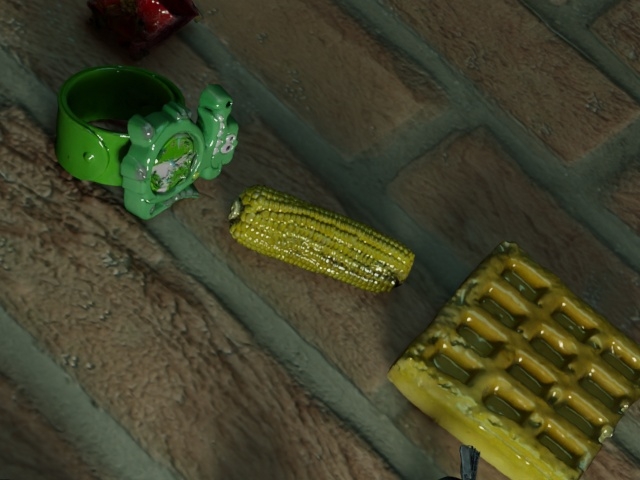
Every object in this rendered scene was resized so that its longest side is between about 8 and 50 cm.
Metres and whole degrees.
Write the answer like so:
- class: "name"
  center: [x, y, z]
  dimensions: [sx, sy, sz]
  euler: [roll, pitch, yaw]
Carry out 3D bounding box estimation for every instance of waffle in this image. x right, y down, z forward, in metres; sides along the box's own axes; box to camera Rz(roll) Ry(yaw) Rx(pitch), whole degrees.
- class: "waffle"
  center: [0.215, 0.137, 1.904]
  dimensions: [0.221, 0.055, 0.248]
  euler: [39, 46, 7]

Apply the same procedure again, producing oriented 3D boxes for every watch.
- class: "watch"
  center: [-0.187, -0.112, 1.876]
  dimensions: [0.152, 0.131, 0.165]
  euler: [33, 46, 28]

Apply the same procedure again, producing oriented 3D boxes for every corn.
- class: "corn"
  center: [0.000, 0.000, 1.898]
  dimensions: [0.203, 0.072, 0.072]
  euler: [20, 46, -13]

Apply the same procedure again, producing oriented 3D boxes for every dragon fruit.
- class: "dragon fruit"
  center: [-0.201, -0.248, 2.000]
  dimensions: [0.102, 0.096, 0.147]
  euler: [44, 14, -2]

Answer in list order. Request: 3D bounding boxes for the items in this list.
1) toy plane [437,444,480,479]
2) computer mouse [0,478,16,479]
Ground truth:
- class: "toy plane"
  center: [0.118, 0.294, 1.703]
  dimensions: [0.053, 0.078, 0.197]
  euler: [18, 61, -17]
- class: "computer mouse"
  center: [-0.221, 0.282, 1.534]
  dimensions: [0.229, 0.068, 0.113]
  euler: [42, 47, 10]
